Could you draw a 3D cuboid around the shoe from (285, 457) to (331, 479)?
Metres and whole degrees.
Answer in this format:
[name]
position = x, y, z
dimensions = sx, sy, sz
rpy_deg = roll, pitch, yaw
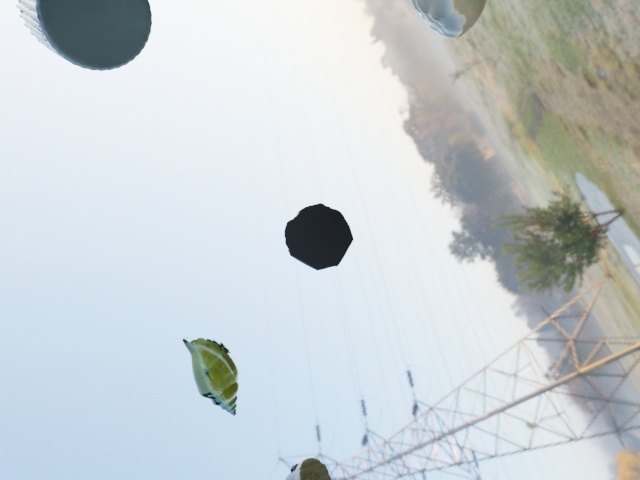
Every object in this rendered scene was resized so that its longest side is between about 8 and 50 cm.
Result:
[shoe]
position = -0.029, 0.583, 1.271
dimensions = 0.099, 0.126, 0.227
rpy_deg = -3, -106, -45

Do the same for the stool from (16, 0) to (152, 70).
[stool]
position = -0.568, -0.562, 1.443
dimensions = 0.297, 0.297, 0.330
rpy_deg = 44, 179, -38

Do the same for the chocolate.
[chocolate]
position = 0.000, 0.000, 1.356
dimensions = 0.156, 0.156, 0.133
rpy_deg = 63, 180, 14

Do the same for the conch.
[conch]
position = -0.225, 0.290, 1.284
dimensions = 0.079, 0.095, 0.200
rpy_deg = -116, 14, -68

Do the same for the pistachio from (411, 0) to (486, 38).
[pistachio]
position = 0.216, -0.441, 0.964
dimensions = 0.144, 0.144, 0.215
rpy_deg = -78, -8, -66
